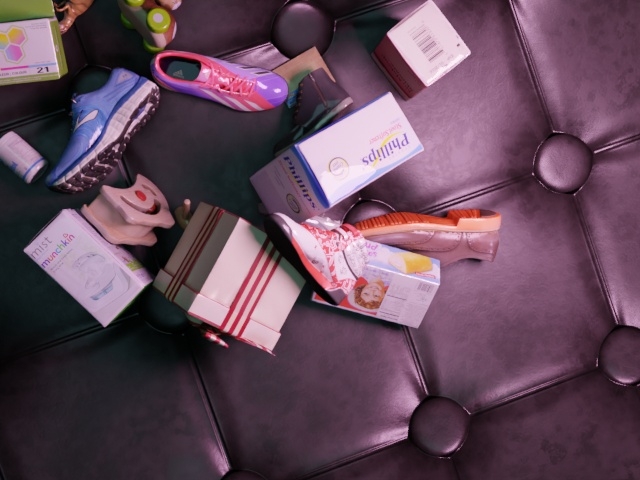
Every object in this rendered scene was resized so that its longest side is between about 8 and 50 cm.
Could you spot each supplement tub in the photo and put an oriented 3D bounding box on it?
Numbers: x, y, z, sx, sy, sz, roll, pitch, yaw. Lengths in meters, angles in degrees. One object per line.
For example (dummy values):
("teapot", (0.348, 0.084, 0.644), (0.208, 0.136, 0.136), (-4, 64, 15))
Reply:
("supplement tub", (-0.673, -0.185, 1.875), (0.107, 0.071, 0.071), (41, 87, -4))

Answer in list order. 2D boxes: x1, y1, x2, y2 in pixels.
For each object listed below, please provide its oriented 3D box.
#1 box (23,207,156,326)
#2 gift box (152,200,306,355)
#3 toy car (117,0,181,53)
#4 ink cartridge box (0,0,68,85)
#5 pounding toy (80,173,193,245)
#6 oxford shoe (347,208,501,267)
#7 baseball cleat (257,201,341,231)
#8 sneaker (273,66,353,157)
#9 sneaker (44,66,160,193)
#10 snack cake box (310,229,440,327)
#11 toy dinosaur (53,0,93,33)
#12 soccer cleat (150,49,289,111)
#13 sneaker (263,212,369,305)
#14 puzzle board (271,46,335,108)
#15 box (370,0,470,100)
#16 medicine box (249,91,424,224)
("box", (-0.485, 0.051, 1.801), (0.231, 0.262, 0.127), (43, 87, -5))
("gift box", (-0.177, 0.099, 1.815), (0.276, 0.255, 0.258), (31, 85, -27))
("toy car", (-0.343, -0.538, 1.872), (0.188, 0.155, 0.149), (-43, 95, -16))
("ink cartridge box", (-0.678, -0.476, 1.822), (0.189, 0.097, 0.255), (-8, 109, -4))
("pounding toy", (-0.384, -0.092, 1.835), (0.155, 0.269, 0.154), (-42, 71, 18))
("oxford shoe", (0.239, 0.006, 1.942), (0.363, 0.130, 0.133), (-2, 105, 1))
("baseball cleat", (-0.054, -0.024, 1.937), (0.206, 0.072, 0.109), (15, 89, -5))
("sneaker", (-0.043, -0.292, 1.934), (0.222, 0.083, 0.118), (-40, 86, 0))
("sneaker", (-0.511, -0.248, 1.879), (0.147, 0.130, 0.330), (36, 84, 9))
("snack cake box", (0.125, 0.092, 1.913), (0.264, 0.089, 0.152), (16, 130, -6))
("toy dinosaur", (-0.538, -0.557, 1.897), (0.211, 0.064, 0.112), (-39, 110, 6))
("soccer cleat", (-0.228, -0.363, 1.891), (0.318, 0.116, 0.108), (12, 92, -6))
("sneaker", (0.000, 0.000, 1.733), (0.145, 0.090, 0.270), (-50, 124, -18))
("puzzle board", (-0.044, -0.383, 1.963), (0.128, 0.011, 0.096), (-31, 95, -4))
("box", (0.219, -0.420, 1.876), (0.127, 0.232, 0.148), (-39, 94, -4))
("medicine box", (0.028, -0.164, 1.799), (0.263, 0.289, 0.149), (-33, 94, -26))
